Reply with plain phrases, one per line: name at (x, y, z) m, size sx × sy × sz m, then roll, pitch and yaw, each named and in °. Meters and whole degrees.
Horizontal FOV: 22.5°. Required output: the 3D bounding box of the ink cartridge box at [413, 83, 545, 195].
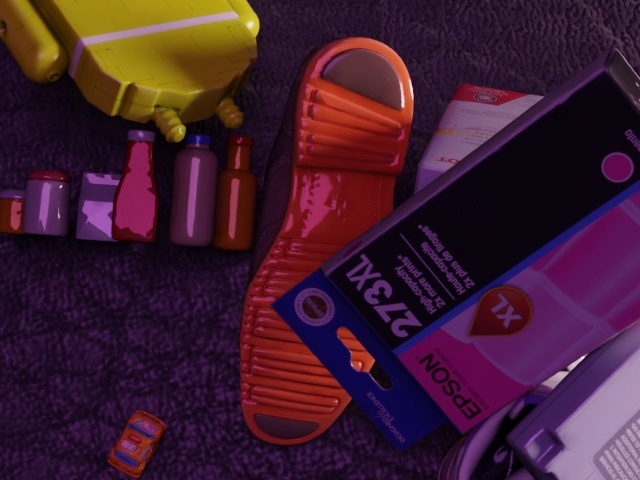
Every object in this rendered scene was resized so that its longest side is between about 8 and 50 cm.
ink cartridge box at (0.155, -0.036, 1.375) m, size 0.128 × 0.176 × 0.127 m, roll 12°, pitch 121°, yaw 12°

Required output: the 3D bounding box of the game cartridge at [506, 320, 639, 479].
game cartridge at (0.293, 0.187, 1.329) m, size 0.198 × 0.062 × 0.297 m, roll -45°, pitch 124°, yaw -12°

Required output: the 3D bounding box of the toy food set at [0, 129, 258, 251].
toy food set at (-0.173, -0.051, 1.433) m, size 0.232 × 0.111 × 0.104 m, roll 4°, pitch 88°, yaw -1°

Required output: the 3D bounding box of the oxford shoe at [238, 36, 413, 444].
oxford shoe at (0.000, 0.000, 1.435) m, size 0.130 × 0.133 × 0.363 m, roll 13°, pitch 95°, yaw -15°

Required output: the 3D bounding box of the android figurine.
android figurine at (-0.166, -0.196, 1.438) m, size 0.248 × 0.056 × 0.273 m, roll -18°, pitch 61°, yaw -37°

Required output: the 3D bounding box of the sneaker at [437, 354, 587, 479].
sneaker at (0.218, 0.130, 1.374) m, size 0.102 × 0.161 × 0.282 m, roll 41°, pitch 80°, yaw 10°

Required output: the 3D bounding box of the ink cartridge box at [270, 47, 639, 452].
ink cartridge box at (0.138, 0.028, 1.272) m, size 0.371 × 0.069 × 0.175 m, roll -37°, pitch 98°, yaw 28°

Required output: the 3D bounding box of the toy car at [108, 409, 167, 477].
toy car at (-0.137, 0.206, 1.421) m, size 0.060 × 0.040 × 0.122 m, roll -43°, pitch 80°, yaw -8°
